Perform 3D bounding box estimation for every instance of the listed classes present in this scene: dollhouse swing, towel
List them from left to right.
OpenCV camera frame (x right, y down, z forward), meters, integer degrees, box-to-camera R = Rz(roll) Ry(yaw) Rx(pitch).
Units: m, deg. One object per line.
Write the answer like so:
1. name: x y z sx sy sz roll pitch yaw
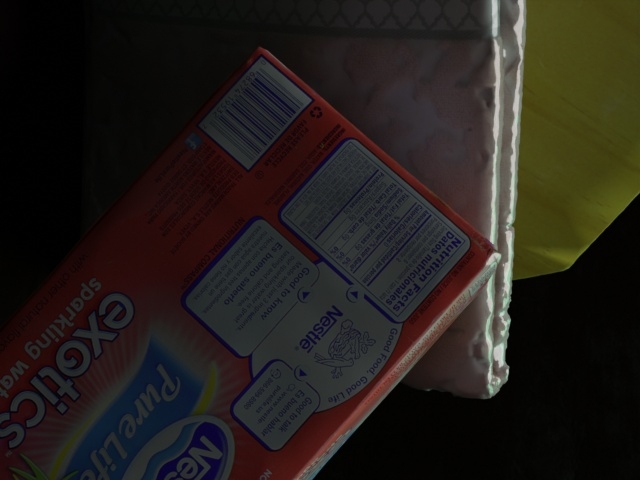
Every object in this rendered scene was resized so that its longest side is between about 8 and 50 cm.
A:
1. towel: -0.031 -0.079 0.692 0.053 0.332 0.317 -21 117 -52
2. dollhouse swing: 0.092 -0.194 0.818 0.347 0.305 0.315 -54 -148 33

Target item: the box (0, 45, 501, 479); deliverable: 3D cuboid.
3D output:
1. box: -0.064 0.076 0.550 0.300 0.154 0.142 -49 170 -2
